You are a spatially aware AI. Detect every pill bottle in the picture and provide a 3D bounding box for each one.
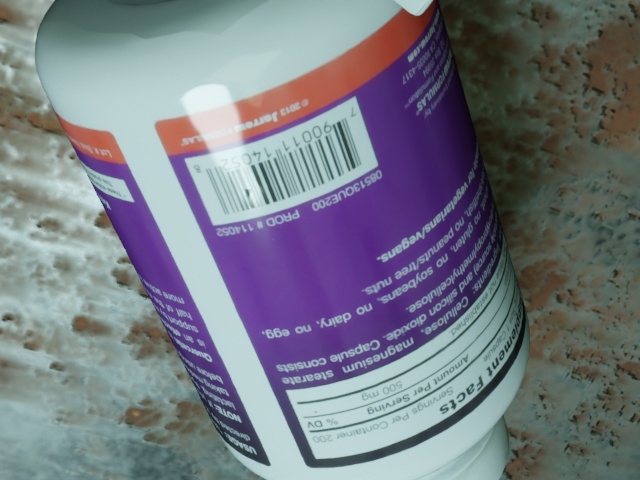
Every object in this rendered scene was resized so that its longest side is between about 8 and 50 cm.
[{"bbox_3d":[0.000,0.000,0.585,0.181,0.181,0.323,-19,123,4],"label":"pill bottle"}]

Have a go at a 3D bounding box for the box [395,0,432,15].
[{"bbox_3d":[0.031,-0.213,0.399,0.182,0.119,0.181,38,143,-5],"label":"box"}]
